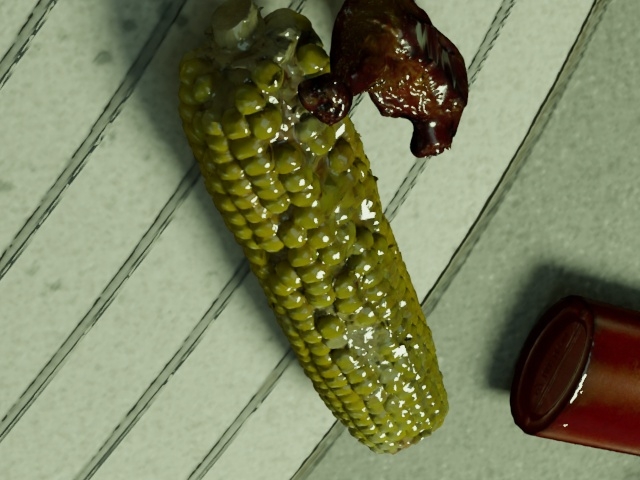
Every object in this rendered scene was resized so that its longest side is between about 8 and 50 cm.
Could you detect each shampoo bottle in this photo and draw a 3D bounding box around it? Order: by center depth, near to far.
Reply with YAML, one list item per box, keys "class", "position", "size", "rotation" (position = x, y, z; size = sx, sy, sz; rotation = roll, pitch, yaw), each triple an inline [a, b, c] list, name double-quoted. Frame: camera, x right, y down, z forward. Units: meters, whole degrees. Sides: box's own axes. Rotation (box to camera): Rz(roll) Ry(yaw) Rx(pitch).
- class: "shampoo bottle"
  position: [0.258, 0.109, 1.173]
  size: [0.260, 0.064, 0.102]
  rotation: [14, 108, -31]

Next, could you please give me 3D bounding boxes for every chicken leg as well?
- class: "chicken leg"
  position: [0.039, -0.094, 0.911]
  size: [0.048, 0.219, 0.089]
  rotation: [-12, 82, 19]

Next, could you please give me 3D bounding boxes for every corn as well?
- class: "corn"
  position: [0.000, 0.000, 0.973]
  size: [0.097, 0.097, 0.320]
  rotation: [-31, 126, -9]
